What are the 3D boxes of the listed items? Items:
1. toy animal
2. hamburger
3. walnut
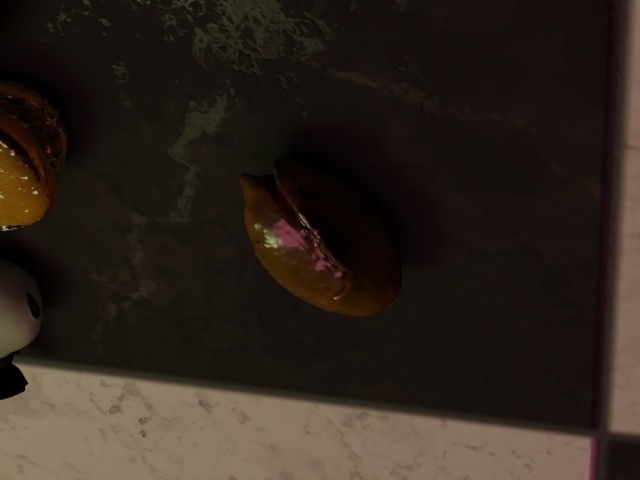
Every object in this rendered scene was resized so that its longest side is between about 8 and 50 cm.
[{"bbox_3d":[-0.422,0.101,2.193,0.166,0.138,0.179,15,131,-24],"label":"toy animal"},{"bbox_3d":[-0.379,-0.096,1.988,0.182,0.118,0.191,14,132,10],"label":"hamburger"},{"bbox_3d":[0.000,0.000,1.945,0.137,0.137,0.245,-27,128,36],"label":"walnut"}]
